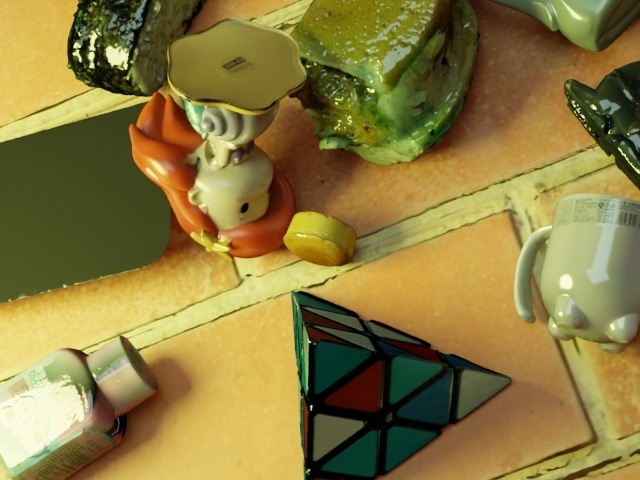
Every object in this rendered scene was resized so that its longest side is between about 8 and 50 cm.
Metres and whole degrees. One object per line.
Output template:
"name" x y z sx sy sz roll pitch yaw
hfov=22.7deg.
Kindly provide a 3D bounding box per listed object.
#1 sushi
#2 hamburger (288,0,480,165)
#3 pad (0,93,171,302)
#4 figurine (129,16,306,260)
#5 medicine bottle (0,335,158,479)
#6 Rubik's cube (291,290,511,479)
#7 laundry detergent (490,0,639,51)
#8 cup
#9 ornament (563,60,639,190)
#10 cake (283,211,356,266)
"sushi" -0.234 -0.293 2.007 0.127 0.124 0.225 17 75 23
"hamburger" 0.089 -0.221 1.849 0.192 0.167 0.288 28 79 27
"pad" -0.337 -0.054 2.006 0.375 0.063 0.315 -12 58 20
"figurine" -0.117 -0.115 1.829 0.208 0.257 0.181 10 43 -3
"medicine bottle" -0.287 0.194 1.843 0.188 0.094 0.119 -33 61 3
"Rubik's cube" 0.093 0.188 1.739 0.234 0.284 0.250 -1 93 -5
"laundry detergent" 0.267 -0.358 1.880 0.280 0.105 0.215 34 76 25
"cup" 0.284 0.036 1.704 0.173 0.134 0.142 11 75 20
"ornament" 0.418 -0.170 1.774 0.236 0.080 0.202 -36 59 1
"cake" 0.000 0.000 1.838 0.084 0.084 0.044 9 69 21
